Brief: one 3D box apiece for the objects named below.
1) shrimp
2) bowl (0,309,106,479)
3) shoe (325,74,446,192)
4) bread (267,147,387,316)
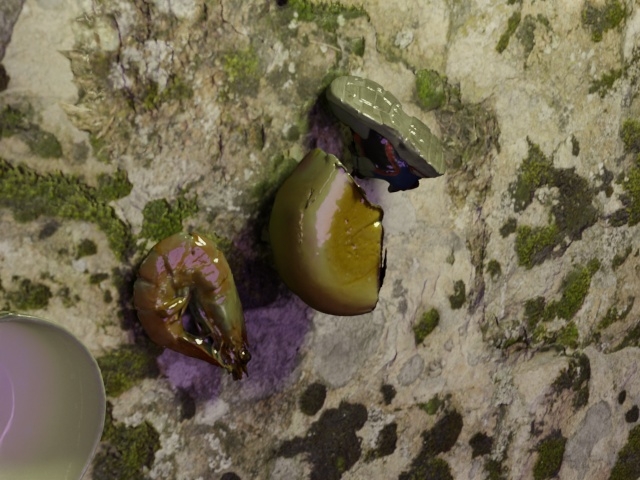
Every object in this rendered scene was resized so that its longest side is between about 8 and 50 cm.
[{"bbox_3d":[-0.167,0.106,1.504,0.145,0.061,0.267,-39,131,-17],"label":"shrimp"},{"bbox_3d":[-0.399,0.199,1.251,0.277,0.145,0.277,-14,111,-40],"label":"bowl"},{"bbox_3d":[0.080,-0.151,1.648,0.227,0.125,0.099,37,39,-20],"label":"shoe"},{"bbox_3d":[-0.006,-0.010,1.566,0.156,0.158,0.261,-9,110,-31],"label":"bread"}]
